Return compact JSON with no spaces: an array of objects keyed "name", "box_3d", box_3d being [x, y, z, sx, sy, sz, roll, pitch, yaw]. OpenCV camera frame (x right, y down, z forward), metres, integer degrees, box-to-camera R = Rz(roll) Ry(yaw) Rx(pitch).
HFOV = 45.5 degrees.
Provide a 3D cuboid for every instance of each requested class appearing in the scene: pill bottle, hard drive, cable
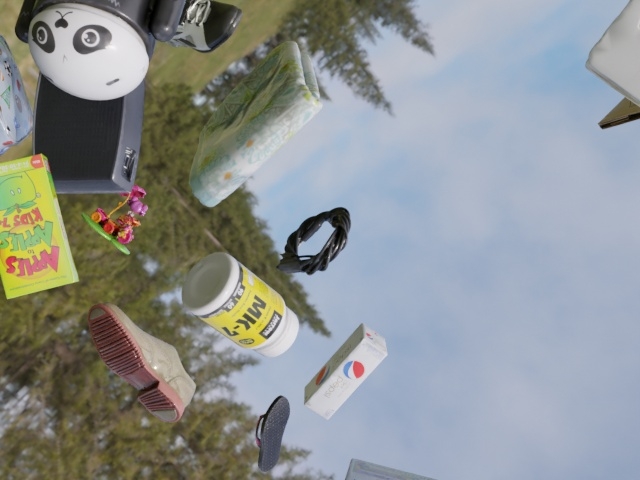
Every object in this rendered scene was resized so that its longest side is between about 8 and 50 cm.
[{"name":"pill bottle","box_3d":[-0.137,0.120,1.354,0.119,0.208,0.119,-22,-132,26]},{"name":"hard drive","box_3d":[-0.365,-0.201,1.187,0.172,0.255,0.054,1,170,9]},{"name":"cable","box_3d":[0.000,0.000,1.413,0.184,0.047,0.150,-14,-146,52]}]

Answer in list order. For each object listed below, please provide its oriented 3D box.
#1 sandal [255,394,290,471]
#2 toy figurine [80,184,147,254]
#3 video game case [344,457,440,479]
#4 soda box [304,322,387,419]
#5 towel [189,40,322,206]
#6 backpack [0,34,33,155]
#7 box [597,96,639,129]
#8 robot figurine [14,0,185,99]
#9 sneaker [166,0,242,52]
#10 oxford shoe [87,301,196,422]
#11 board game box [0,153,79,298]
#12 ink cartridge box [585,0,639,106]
[{"name":"sandal","box_3d":[-0.100,0.365,1.450,0.067,0.179,0.040,-19,-138,-41]},{"name":"toy figurine","box_3d":[-0.531,-0.076,2.062,0.159,0.173,0.130,-49,167,-2]},{"name":"video game case","box_3d":[0.145,0.411,1.250,0.193,0.212,0.023,40,63,-82]},{"name":"soda box","box_3d":[0.053,0.290,1.683,0.216,0.069,0.074,-50,-165,18]},{"name":"towel","box_3d":[-0.144,-0.263,1.644,0.320,0.090,0.374,-43,-154,18]},{"name":"backpack","box_3d":[-0.594,-0.239,1.219,0.213,0.263,0.276,-24,-159,-6]},{"name":"box","box_3d":[0.755,-0.332,1.748,0.201,0.021,0.164,-41,-167,-26]},{"name":"robot figurine","box_3d":[-0.310,-0.337,1.085,0.209,0.173,0.278,-19,-125,50]},{"name":"sneaker","box_3d":[-0.328,-0.540,1.839,0.330,0.146,0.122,12,-107,45]},{"name":"oxford shoe","box_3d":[-0.434,0.277,1.862,0.123,0.348,0.130,-18,-158,33]},{"name":"board game box","box_3d":[-0.404,-0.019,1.050,0.092,0.181,0.043,-15,-179,-10]},{"name":"ink cartridge box","box_3d":[0.634,-0.381,1.306,0.384,0.160,0.279,-28,155,-55]}]
